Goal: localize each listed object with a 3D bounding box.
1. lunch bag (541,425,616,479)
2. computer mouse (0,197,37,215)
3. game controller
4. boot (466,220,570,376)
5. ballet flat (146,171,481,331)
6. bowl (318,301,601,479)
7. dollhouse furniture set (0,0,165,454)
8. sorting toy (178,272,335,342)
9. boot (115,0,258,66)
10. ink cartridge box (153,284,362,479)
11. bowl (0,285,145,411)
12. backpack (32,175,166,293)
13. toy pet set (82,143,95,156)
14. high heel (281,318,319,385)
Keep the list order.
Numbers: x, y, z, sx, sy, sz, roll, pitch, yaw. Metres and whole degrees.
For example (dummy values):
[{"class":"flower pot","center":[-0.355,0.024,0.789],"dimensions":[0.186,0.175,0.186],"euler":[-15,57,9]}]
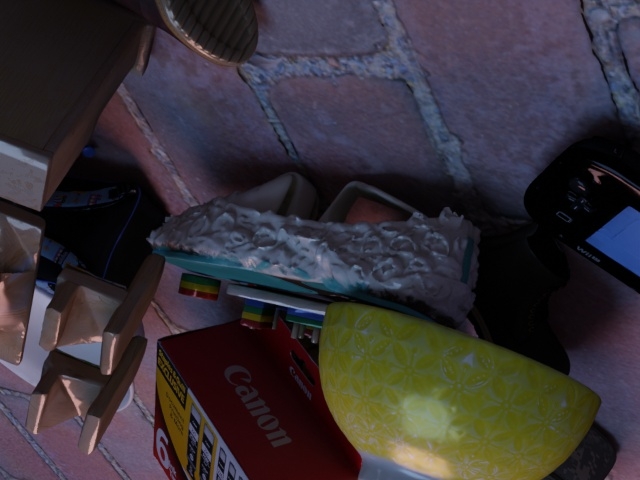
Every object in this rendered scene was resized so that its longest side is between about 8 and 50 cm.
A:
[{"class":"lunch bag","center":[0.167,0.327,1.705],"dimensions":[0.212,0.256,0.305],"euler":[37,149,-6]},{"class":"computer mouse","center":[-0.433,-0.097,1.751],"dimensions":[0.262,0.060,0.184],"euler":[50,171,4]},{"class":"game controller","center":[0.334,0.023,1.310],"dimensions":[0.319,0.067,0.166],"euler":[34,149,0]},{"class":"boot","center":[0.221,0.070,1.478],"dimensions":[0.198,0.077,0.137],"euler":[44,142,-20]},{"class":"ballet flat","center":[0.000,0.000,1.523],"dimensions":[0.409,0.147,0.147],"euler":[12,144,38]},{"class":"bowl","center":[0.116,0.183,1.443],"dimensions":[0.289,0.156,0.289],"euler":[19,170,3]},{"class":"dollhouse furniture set","center":[-0.328,-0.043,1.523],"dimensions":[0.362,0.256,0.394],"euler":[22,133,2]},{"class":"sorting toy","center":[-0.019,0.087,1.663],"dimensions":[0.275,0.046,0.132],"euler":[11,180,17]},{"class":"boot","center":[-0.186,-0.261,1.401],"dimensions":[0.248,0.090,0.207],"euler":[45,162,-27]},{"class":"ink cartridge box","center":[-0.081,0.244,1.746],"dimensions":[0.309,0.130,0.271],"euler":[49,144,43]},{"class":"bowl","center":[-0.344,0.087,1.954],"dimensions":[0.298,0.134,0.298],"euler":[23,149,15]},{"class":"backpack","center":[-0.287,0.004,1.762],"dimensions":[0.173,0.158,0.117],"euler":[10,158,32]},{"class":"toy pet set","center":[-0.344,-0.140,1.730],"dimensions":[0.114,0.065,0.122],"euler":[-24,128,14]},{"class":"high heel","center":[0.040,0.135,1.720],"dimensions":[0.186,0.093,0.261],"euler":[42,148,-5]}]
